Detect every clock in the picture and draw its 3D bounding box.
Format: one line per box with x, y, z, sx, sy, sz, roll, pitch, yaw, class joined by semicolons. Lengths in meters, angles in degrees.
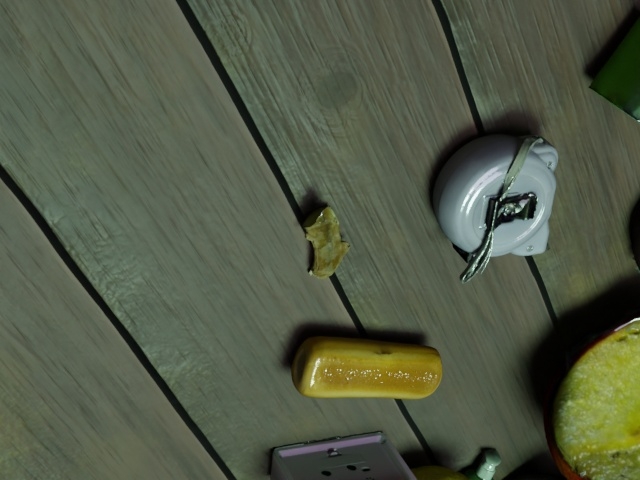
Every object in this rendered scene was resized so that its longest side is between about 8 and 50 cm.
0.035;0.374;1.793;0.197;0.150;0.063;-5;120;-23;clock

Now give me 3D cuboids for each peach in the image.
0.549;0.297;1.855;0.416;0.339;0.353;14;142;-32;peach

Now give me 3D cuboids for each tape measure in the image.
0.250;-0.052;1.639;0.178;0.105;0.196;-14;128;-16;tape measure

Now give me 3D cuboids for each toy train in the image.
0.541;-0.170;1.604;0.307;0.249;0.173;24;106;-36;toy train

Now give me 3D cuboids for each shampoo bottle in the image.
0.255;0.452;2.010;0.065;0.065;0.204;10;116;-30;shampoo bottle

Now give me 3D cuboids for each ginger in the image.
0.005;-0.002;1.598;0.057;0.044;0.137;-44;143;-32;ginger

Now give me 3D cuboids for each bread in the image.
0.069;0.191;1.735;0.239;0.074;0.093;7;102;-31;bread

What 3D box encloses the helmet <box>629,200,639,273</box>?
0.585;0.002;1.795;0.216;0.193;0.189;-14;142;40;helmet

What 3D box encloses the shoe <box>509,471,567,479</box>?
0.468;0.506;1.962;0.237;0.384;0.171;34;72;-39;shoe

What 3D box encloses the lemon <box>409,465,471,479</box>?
0.184;0.462;1.886;0.192;0.231;0.192;1;88;-21;lemon
